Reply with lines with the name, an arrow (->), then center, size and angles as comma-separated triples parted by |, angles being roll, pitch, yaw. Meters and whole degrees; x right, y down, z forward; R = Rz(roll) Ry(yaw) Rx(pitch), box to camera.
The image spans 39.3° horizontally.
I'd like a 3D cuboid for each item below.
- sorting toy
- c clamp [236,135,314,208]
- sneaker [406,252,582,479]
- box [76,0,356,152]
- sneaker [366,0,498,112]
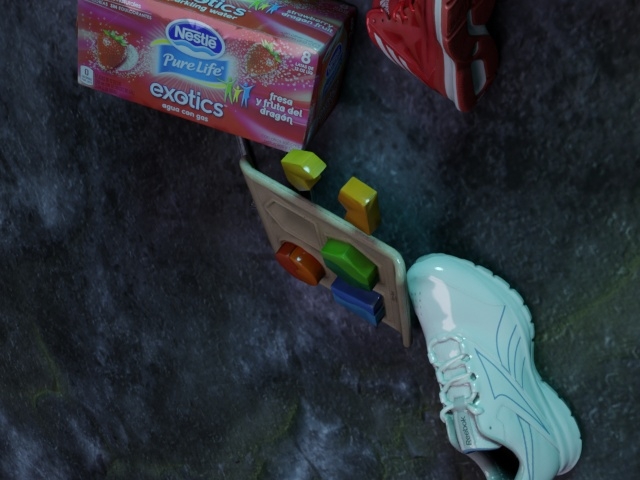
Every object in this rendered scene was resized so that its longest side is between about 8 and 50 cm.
sorting toy -> 0.000, 0.000, 0.955 | 0.229, 0.041, 0.307 | 35, 163, 22
c clamp -> -0.072, -0.095, 1.077 | 0.137, 0.022, 0.160 | -8, 109, 35
sneaker -> 0.175, 0.150, 0.956 | 0.111, 0.129, 0.297 | -26, 97, 47
box -> -0.108, -0.201, 0.921 | 0.257, 0.128, 0.122 | 19, 127, 9
sneaker -> 0.086, -0.210, 0.797 | 0.128, 0.087, 0.221 | 30, 157, 26
